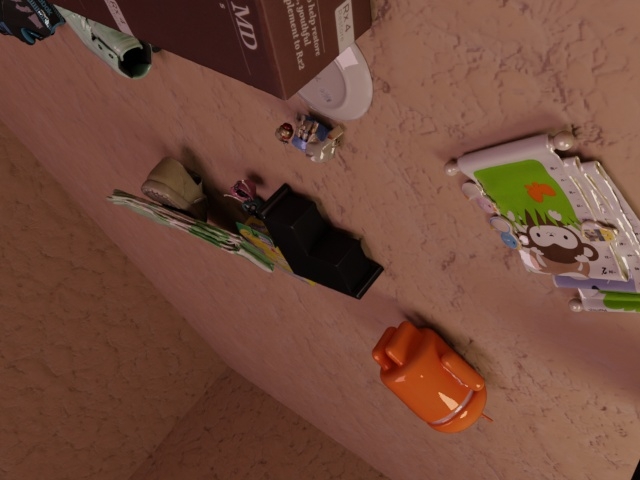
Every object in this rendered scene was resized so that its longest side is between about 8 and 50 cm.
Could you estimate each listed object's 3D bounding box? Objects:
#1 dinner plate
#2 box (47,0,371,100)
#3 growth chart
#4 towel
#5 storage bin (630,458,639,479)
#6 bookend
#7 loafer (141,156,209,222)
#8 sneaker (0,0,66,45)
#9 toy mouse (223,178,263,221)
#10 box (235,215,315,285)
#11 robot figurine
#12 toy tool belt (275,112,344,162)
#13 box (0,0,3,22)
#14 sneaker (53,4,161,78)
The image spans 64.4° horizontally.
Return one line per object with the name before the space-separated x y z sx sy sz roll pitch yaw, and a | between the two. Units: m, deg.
dinner plate | -0.003 -0.189 0.568 0.141 0.017 0.141 34 157 17
box | -0.147 -0.292 0.462 0.382 0.143 0.191 27 153 27
growth chart | 0.239 -0.008 0.499 0.237 0.021 0.172 46 158 -9
towel | -0.269 -0.016 1.112 0.325 0.038 0.248 20 172 16
storage bin | 0.398 0.256 0.505 0.084 0.180 0.122 45 157 -8
bookend | 0.000 0.000 0.821 0.156 0.072 0.157 17 146 43
loafer | -0.289 -0.100 1.083 0.102 0.091 0.268 22 172 4
sneaker | -0.580 -0.418 0.940 0.341 0.125 0.139 16 151 50
toy mouse | -0.120 -0.073 0.920 0.143 0.031 0.161 22 160 36
box | -0.078 0.016 0.969 0.105 0.043 0.179 23 165 37
robot figurine | 0.191 0.238 0.872 0.219 0.158 0.128 44 -163 -4
toy tool belt | -0.012 -0.139 0.641 0.083 0.052 0.051 33 124 13
box | -0.534 -0.432 0.554 0.297 0.182 0.294 28 125 -1
sneaker | -0.309 -0.333 0.691 0.151 0.094 0.256 40 167 19
